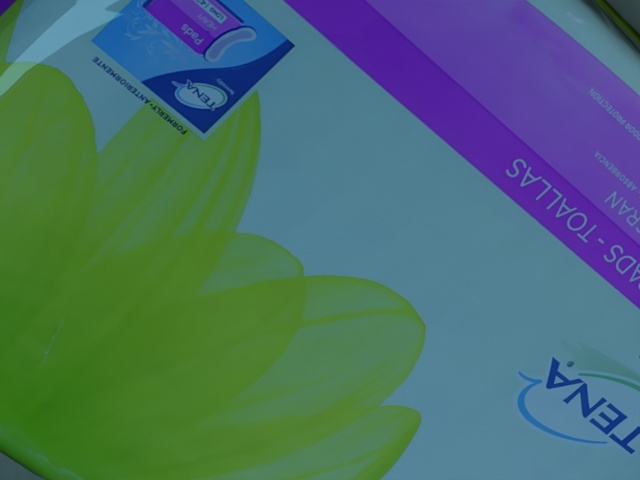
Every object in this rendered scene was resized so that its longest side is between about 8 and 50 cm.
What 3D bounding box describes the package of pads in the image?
[{"bbox_3d":[0.000,0.000,0.625,0.229,0.101,0.296,-43,122,14],"label":"package of pads"}]
